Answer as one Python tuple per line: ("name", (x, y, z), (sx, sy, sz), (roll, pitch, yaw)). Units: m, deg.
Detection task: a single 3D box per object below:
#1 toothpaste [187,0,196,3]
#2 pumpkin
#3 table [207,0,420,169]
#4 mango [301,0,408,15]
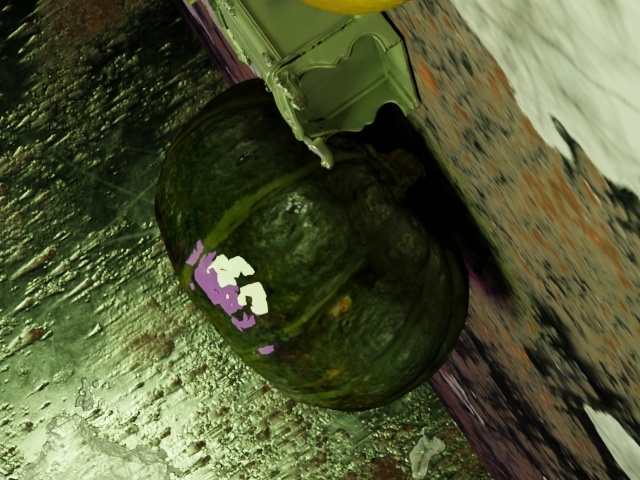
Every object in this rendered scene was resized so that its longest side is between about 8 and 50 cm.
("toothpaste", (-0.121, -0.268, 0.606), (0.313, 0.071, 0.089), (57, 174, -10))
("pumpkin", (0.000, 0.000, 0.756), (0.224, 0.157, 0.224), (46, -165, -16))
("table", (-0.003, -0.093, 0.602), (0.083, 0.062, 0.079), (55, 179, 23))
("mango", (-0.002, -0.110, 0.338), (0.101, 0.066, 0.187), (57, -173, -12))
